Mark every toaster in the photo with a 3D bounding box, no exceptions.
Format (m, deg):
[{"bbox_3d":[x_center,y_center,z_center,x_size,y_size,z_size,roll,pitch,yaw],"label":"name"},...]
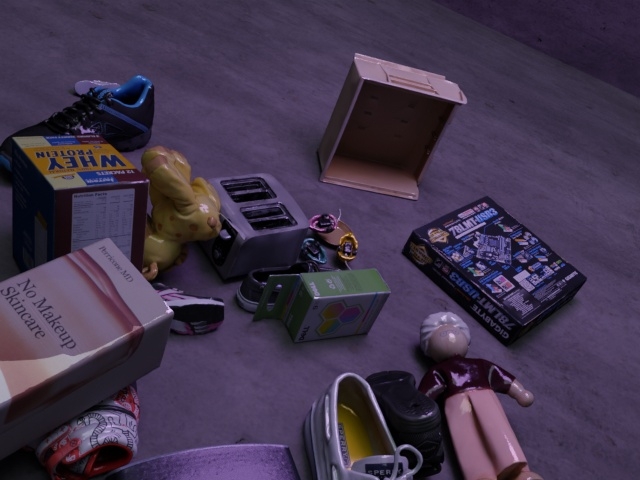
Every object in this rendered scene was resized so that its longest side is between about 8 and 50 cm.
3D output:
[{"bbox_3d":[-0.124,-0.026,1.345,0.186,0.110,0.168,-9,49,-37],"label":"toaster"}]

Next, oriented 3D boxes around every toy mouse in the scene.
[{"bbox_3d":[0.000,0.000,1.428,0.143,0.031,0.161,10,54,-9],"label":"toy mouse"}]

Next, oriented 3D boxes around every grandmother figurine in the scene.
[{"bbox_3d":[0.248,0.257,1.209,0.208,0.104,0.342,1,43,-19],"label":"grandmother figurine"}]

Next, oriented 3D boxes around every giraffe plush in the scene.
[{"bbox_3d":[-0.254,-0.027,1.214,0.210,0.170,0.181,50,8,4],"label":"giraffe plush"}]

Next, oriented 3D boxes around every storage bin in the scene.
[{"bbox_3d":[0.154,-0.243,1.635,0.260,0.262,0.123,10,37,-18],"label":"storage bin"}]

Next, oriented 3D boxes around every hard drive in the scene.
[{"bbox_3d":[-0.133,0.339,0.941,0.255,0.054,0.172,1,43,-28],"label":"hard drive"}]

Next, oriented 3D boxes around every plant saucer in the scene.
[{"bbox_3d":[0.026,-0.014,1.489,0.083,0.015,0.083,15,39,-12],"label":"plant saucer"}]

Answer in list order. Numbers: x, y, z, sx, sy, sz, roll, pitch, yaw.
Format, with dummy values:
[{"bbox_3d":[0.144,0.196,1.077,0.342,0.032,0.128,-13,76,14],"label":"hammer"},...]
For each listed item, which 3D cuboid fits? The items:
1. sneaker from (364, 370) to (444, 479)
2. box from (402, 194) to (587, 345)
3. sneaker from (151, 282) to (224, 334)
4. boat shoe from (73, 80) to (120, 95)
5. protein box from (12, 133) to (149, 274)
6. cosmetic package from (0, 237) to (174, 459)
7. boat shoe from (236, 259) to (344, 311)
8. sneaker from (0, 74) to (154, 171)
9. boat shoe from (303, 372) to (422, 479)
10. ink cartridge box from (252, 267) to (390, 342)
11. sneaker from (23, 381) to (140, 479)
[{"bbox_3d":[0.125,0.280,1.131,0.087,0.130,0.227,-9,12,-12],"label":"sneaker"},{"bbox_3d":[0.369,0.050,1.552,0.293,0.073,0.295,42,41,24],"label":"box"},{"bbox_3d":[-0.237,0.097,1.166,0.178,0.072,0.077,4,40,-26],"label":"sneaker"},{"bbox_3d":[-0.479,-0.326,1.583,0.100,0.035,0.035,-8,20,-31],"label":"boat shoe"},{"bbox_3d":[-0.364,-0.030,1.103,0.136,0.201,0.200,-8,31,-36],"label":"protein box"},{"bbox_3d":[-0.340,0.134,0.870,0.153,0.129,0.296,43,46,18],"label":"cosmetic package"},{"bbox_3d":[-0.037,0.070,1.302,0.229,0.076,0.080,-3,45,-31],"label":"boat shoe"},{"bbox_3d":[-0.449,-0.221,1.380,0.125,0.139,0.341,37,40,14],"label":"sneaker"},{"bbox_3d":[0.076,0.329,0.983,0.136,0.156,0.367,8,40,-20],"label":"boat shoe"},{"bbox_3d":[0.003,0.110,1.248,0.209,0.109,0.062,-2,43,-31],"label":"ink cartridge box"},{"bbox_3d":[-0.360,0.226,0.926,0.270,0.090,0.145,8,37,-25],"label":"sneaker"}]
